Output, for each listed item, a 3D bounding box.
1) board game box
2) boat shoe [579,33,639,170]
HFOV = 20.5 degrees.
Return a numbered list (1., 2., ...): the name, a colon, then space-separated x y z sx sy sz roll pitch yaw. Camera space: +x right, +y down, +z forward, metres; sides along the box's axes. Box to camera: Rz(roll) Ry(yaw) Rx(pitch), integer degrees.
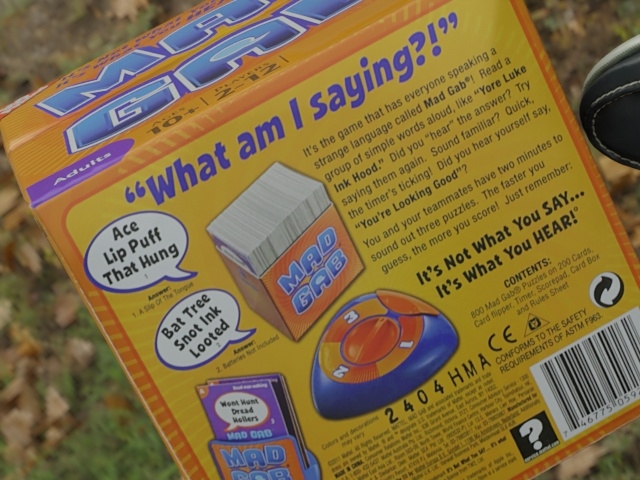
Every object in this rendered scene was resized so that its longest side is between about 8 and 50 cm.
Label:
1. board game box: 0.000 0.000 1.363 0.356 0.356 0.356 -29 19 -6
2. boat shoe: 0.310 -0.070 1.165 0.340 0.127 0.113 5 47 34
